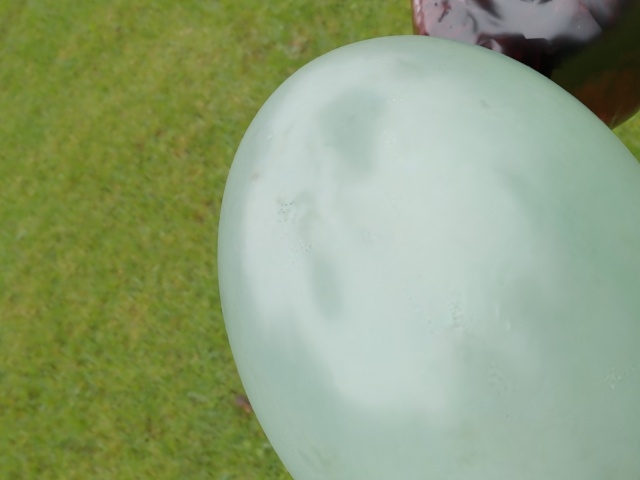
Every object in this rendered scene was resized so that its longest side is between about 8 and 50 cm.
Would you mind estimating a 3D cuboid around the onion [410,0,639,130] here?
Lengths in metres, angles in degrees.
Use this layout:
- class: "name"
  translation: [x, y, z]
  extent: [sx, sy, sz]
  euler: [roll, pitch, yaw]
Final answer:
- class: "onion"
  translation: [0.212, -0.233, 1.014]
  extent: [0.273, 0.285, 0.273]
  euler: [0, 71, 1]

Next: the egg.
- class: "egg"
  translation: [0.093, 0.059, 0.688]
  extent: [0.276, 0.389, 0.276]
  euler: [-29, 21, 12]
